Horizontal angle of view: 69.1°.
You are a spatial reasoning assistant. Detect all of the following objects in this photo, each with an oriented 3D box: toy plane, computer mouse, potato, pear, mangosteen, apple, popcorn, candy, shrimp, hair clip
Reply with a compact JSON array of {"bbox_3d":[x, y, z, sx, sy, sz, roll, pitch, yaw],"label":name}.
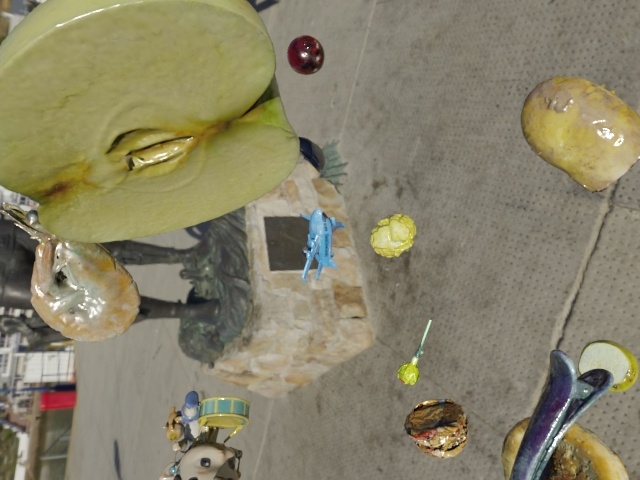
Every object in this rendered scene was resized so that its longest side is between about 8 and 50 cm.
[{"bbox_3d":[0.000,0.000,1.443,0.105,0.254,0.271,16,142,28],"label":"toy plane"},{"bbox_3d":[-0.032,-0.268,1.395,0.057,0.099,0.172,-45,43,5],"label":"computer mouse"},{"bbox_3d":[0.621,-0.282,1.141,0.229,0.266,0.229,-59,1,1],"label":"potato"},{"bbox_3d":[0.787,0.345,1.268,0.141,0.104,0.141,-26,51,36],"label":"pear"},{"bbox_3d":[-0.030,-0.382,0.967,0.081,0.081,0.080,-20,66,56],"label":"mangosteen"},{"bbox_3d":[-0.218,-0.141,0.589,0.311,0.360,0.320,-119,9,-71],"label":"apple"},{"bbox_3d":[0.188,-0.009,1.176,0.106,0.121,0.116,55,167,30],"label":"popcorn"},{"bbox_3d":[0.268,0.307,1.279,0.062,0.058,0.193,23,95,23],"label":"candy"},{"bbox_3d":[-0.475,0.064,0.862,0.168,0.317,0.077,-46,24,-17],"label":"shrimp"},{"bbox_3d":[0.275,0.276,0.590,0.275,0.083,0.048,-66,15,2],"label":"hair clip"}]

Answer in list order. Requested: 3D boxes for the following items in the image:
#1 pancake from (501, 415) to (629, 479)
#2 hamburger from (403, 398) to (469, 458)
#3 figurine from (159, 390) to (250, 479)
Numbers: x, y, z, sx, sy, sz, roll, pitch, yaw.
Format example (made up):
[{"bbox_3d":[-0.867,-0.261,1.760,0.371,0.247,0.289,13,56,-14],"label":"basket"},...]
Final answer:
[{"bbox_3d":[0.606,0.643,1.191,0.387,0.082,0.386,-174,90,-67],"label":"pancake"},{"bbox_3d":[0.407,0.650,1.627,0.231,0.231,0.106,3,120,59],"label":"hamburger"},{"bbox_3d":[-0.201,0.417,0.832,0.158,0.161,0.275,-31,49,37],"label":"figurine"}]
